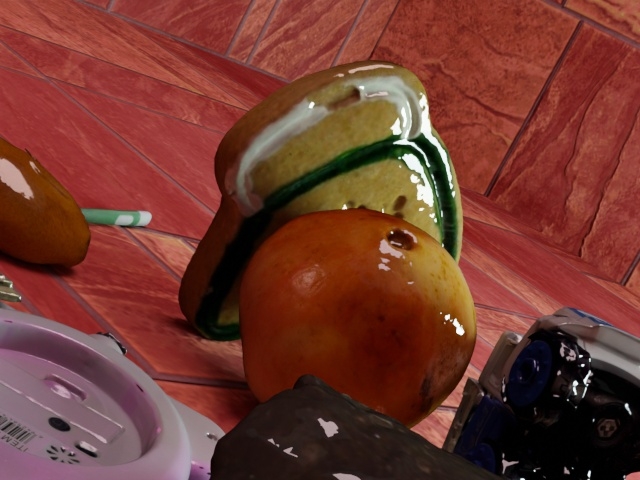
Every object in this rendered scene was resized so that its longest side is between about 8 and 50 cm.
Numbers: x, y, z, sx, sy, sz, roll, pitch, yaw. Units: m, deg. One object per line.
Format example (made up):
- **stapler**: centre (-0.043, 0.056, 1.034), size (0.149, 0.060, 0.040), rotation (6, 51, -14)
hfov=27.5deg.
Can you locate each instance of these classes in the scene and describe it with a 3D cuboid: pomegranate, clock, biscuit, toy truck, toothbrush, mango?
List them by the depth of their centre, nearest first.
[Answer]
- **clock**: centre (-0.174, 0.118, 0.731), size (0.227, 0.090, 0.248), rotation (28, 13, 4)
- **toy truck**: centre (0.184, 0.156, 1.080), size (0.161, 0.213, 0.177), rotation (24, 8, -23)
- **pomegranate**: centre (0.025, 0.070, 1.117), size (0.209, 0.209, 0.209), rotation (27, 12, -6)
- **mango**: centre (-0.276, -0.036, 1.170), size (0.159, 0.084, 0.105), rotation (27, 17, -3)
- **biscuit**: centre (0.001, 0.001, 1.222), size (0.057, 0.287, 0.344), rotation (52, -16, 45)
- **toothbrush**: centre (-0.249, -0.027, 1.350), size (0.024, 0.018, 0.257), rotation (36, 14, 22)

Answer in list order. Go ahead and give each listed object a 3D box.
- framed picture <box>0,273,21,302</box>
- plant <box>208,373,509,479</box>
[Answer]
- **framed picture**: centre (-0.332, -0.009, 0.880), size (0.216, 0.016, 0.273), rotation (15, 1, -27)
- **plant**: centre (0.052, 0.199, 0.634), size (0.276, 0.199, 0.188), rotation (33, 7, 16)
